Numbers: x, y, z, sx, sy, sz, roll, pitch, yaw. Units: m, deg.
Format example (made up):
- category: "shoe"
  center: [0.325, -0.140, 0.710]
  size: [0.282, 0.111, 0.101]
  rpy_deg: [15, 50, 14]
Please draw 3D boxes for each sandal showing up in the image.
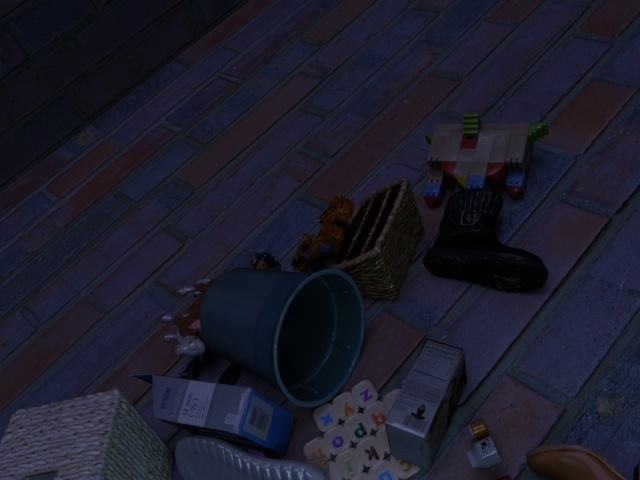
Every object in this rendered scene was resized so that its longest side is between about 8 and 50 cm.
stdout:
- category: "sandal"
  center: [-0.157, 0.551, 1.503]
  size: [0.416, 0.169, 0.102]
  rpy_deg: [7, 10, 26]

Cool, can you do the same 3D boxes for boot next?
- category: "boot"
  center: [0.533, 0.527, 1.246]
  size: [0.283, 0.109, 0.220]
  rpy_deg: [8, 57, 21]
- category: "boot"
  center: [0.467, -0.013, 1.745]
  size: [0.348, 0.131, 0.260]
  rpy_deg: [12, 55, 33]

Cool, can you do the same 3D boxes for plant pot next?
- category: "plant pot"
  center: [-0.117, 0.216, 1.669]
  size: [0.334, 0.341, 0.341]
  rpy_deg: [10, 54, 40]

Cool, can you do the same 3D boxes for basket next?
- category: "basket"
  center: [0.141, -0.015, 1.828]
  size: [0.213, 0.223, 0.299]
  rpy_deg: [7, 53, 29]
- category: "basket"
  center: [-0.555, 0.570, 1.524]
  size: [0.328, 0.331, 0.266]
  rpy_deg: [-14, 39, 11]

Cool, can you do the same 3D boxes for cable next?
- category: "cable"
  center: [-0.298, 0.361, 1.796]
  size: [0.184, 0.047, 0.150]
  rpy_deg: [-35, 45, -11]

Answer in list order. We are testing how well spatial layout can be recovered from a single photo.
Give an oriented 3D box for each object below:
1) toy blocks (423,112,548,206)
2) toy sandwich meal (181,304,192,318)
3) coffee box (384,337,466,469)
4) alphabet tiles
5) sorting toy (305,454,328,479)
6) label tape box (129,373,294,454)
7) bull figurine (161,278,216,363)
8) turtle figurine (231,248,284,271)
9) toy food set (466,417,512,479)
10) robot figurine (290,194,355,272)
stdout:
- category: "toy blocks"
  center: [0.468, -0.219, 1.931]
  size: [0.381, 0.191, 0.261]
  rpy_deg: [4, 63, 28]
- category: "toy sandwich meal"
  center: [-0.387, 0.221, 1.978]
  size: [0.085, 0.029, 0.086]
  rpy_deg: [-12, 45, 13]
- category: "coffee box"
  center: [0.244, 0.365, 1.458]
  size: [0.098, 0.141, 0.246]
  rpy_deg: [14, 47, 27]
- category: "alphabet tiles"
  center: [0.104, 0.474, 1.529]
  size: [0.284, 0.021, 0.278]
  rpy_deg: [-30, 44, -5]
- category: "sorting toy"
  center: [-0.022, 0.537, 1.503]
  size: [0.083, 0.012, 0.062]
  rpy_deg: [-14, 45, 12]
- category: "label tape box"
  center: [-0.273, 0.422, 1.574]
  size: [0.347, 0.249, 0.115]
  rpy_deg: [0, 63, 25]
- category: "bull figurine"
  center: [-0.353, 0.225, 1.858]
  size: [0.188, 0.101, 0.310]
  rpy_deg: [4, 40, 27]
- category: "turtle figurine"
  center: [-0.164, 0.098, 1.918]
  size: [0.118, 0.175, 0.234]
  rpy_deg: [-20, 45, -42]
- category: "toy food set"
  center: [0.337, 0.493, 1.341]
  size: [0.104, 0.111, 0.232]
  rpy_deg: [-26, 35, 7]
- category: "robot figurine"
  center: [0.000, 0.000, 1.859]
  size: [0.085, 0.291, 0.211]
  rpy_deg: [29, 53, -10]
